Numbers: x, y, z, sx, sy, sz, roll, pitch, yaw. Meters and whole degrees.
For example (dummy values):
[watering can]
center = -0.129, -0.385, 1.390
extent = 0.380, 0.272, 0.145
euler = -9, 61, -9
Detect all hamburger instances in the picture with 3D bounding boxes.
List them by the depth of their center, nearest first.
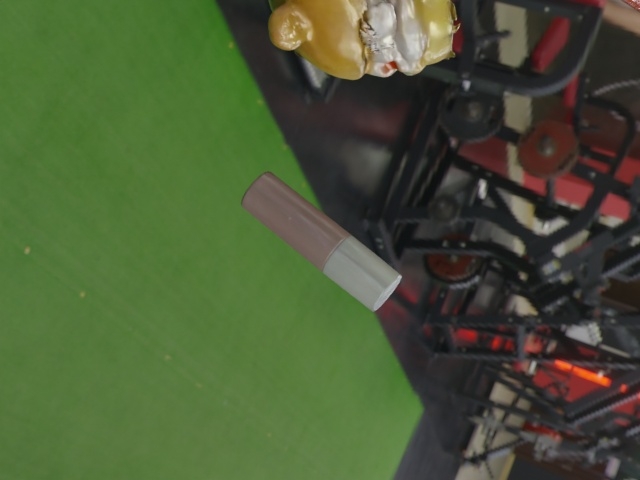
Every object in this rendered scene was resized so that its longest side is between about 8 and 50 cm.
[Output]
[hamburger]
center = 0.039, -0.331, 1.218
extent = 0.276, 0.237, 0.276
euler = 167, -90, -89

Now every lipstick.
[lipstick]
center = 0.000, 0.000, 1.397
extent = 0.070, 0.254, 0.070
euler = -48, 167, -15

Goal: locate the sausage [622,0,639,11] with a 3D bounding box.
[sausage]
center = 0.479, -0.348, 1.344
extent = 0.274, 0.074, 0.074
euler = 12, 98, -40
